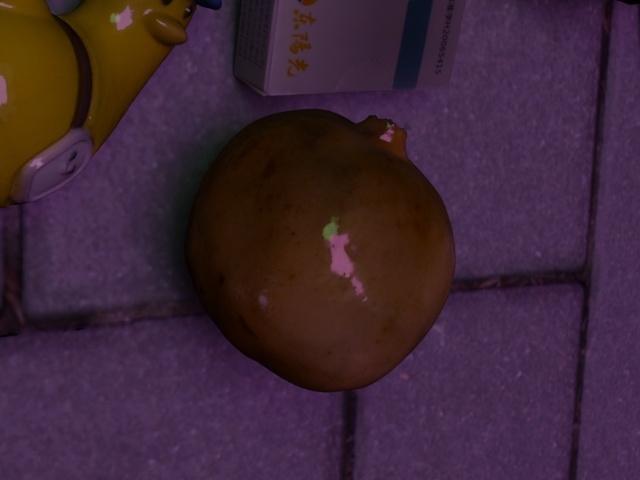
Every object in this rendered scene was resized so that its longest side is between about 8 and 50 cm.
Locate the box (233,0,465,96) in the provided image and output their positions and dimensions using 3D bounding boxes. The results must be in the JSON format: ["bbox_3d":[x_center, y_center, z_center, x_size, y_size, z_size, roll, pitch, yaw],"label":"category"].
[{"bbox_3d":[0.045,-0.296,0.812,0.200,0.065,0.343,-7,119,-30],"label":"box"}]

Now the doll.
[{"bbox_3d":[-0.203,-0.122,0.709,0.363,0.145,0.199,-43,158,-30],"label":"doll"}]

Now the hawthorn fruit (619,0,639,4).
[{"bbox_3d":[0.316,-0.382,0.927,0.267,0.267,0.301,8,89,-34],"label":"hawthorn fruit"}]

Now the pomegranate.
[{"bbox_3d":[-0.004,0.006,0.800,0.233,0.233,0.233,-6,101,-32],"label":"pomegranate"}]
